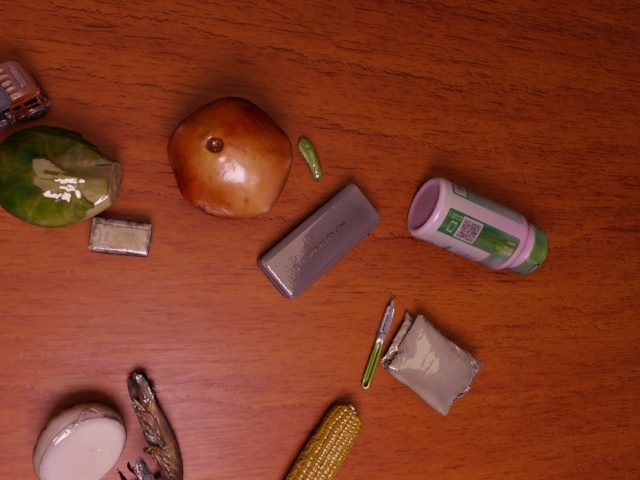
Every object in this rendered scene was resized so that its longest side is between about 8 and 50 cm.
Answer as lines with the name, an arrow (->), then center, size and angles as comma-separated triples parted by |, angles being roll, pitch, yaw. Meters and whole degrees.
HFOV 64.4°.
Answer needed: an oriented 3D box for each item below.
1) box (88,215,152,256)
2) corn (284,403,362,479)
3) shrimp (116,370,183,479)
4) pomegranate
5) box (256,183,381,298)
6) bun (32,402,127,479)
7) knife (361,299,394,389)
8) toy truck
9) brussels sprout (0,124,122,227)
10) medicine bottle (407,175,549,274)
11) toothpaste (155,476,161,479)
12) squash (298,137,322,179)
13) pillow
box -> -0.339, -0.006, 0.865 | 0.098, 0.045, 0.062 | 9, 81, -19
corn -> -0.003, 0.404, 0.921 | 0.080, 0.080, 0.238 | 37, 72, -12
shrimp -> -0.277, 0.320, 0.808 | 0.046, 0.152, 0.219 | -22, 84, 4
pomegranate -> -0.152, -0.139, 0.861 | 0.209, 0.209, 0.208 | 2, 84, -18
box -> 0.000, 0.000, 0.972 | 0.244, 0.055, 0.103 | -41, 98, -18
bun -> -0.384, 0.313, 0.799 | 0.138, 0.094, 0.138 | -20, 120, -39
knife -> 0.116, 0.206, 1.008 | 0.022, 0.026, 0.183 | 16, 80, 24
toy truck -> -0.534, -0.207, 0.795 | 0.192, 0.092, 0.083 | -35, 95, -19
brussels sprout -> -0.416, -0.097, 0.801 | 0.181, 0.143, 0.161 | 16, 37, -2
medicine bottle -> 0.326, -0.023, 1.042 | 0.275, 0.133, 0.133 | 21, 79, -14
toothpaste -> -0.385, 0.472, 0.806 | 0.297, 0.048, 0.074 | -27, 98, -15
squash -> -0.018, -0.160, 0.999 | 0.027, 0.027, 0.089 | -29, 96, -19
pillow -> 0.216, 0.243, 1.008 | 0.181, 0.078, 0.134 | 40, 75, -10
